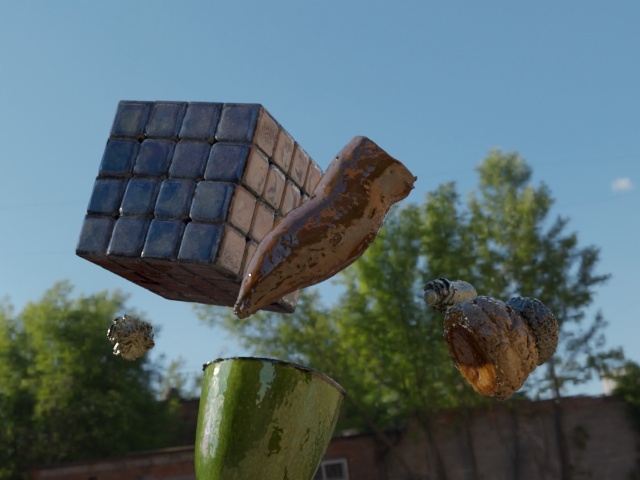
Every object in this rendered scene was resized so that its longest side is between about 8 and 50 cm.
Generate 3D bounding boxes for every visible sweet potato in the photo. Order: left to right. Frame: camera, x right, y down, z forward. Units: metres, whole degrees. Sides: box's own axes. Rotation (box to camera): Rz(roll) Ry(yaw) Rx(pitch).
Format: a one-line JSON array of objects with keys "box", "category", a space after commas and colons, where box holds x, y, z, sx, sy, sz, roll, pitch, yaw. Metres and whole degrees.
[{"box": [-0.002, -0.001, 1.291, 0.131, 0.336, 0.131, 35, -20, 14], "category": "sweet potato"}]

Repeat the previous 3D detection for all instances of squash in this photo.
[{"box": [-0.121, 0.423, 1.774, 0.311, 0.308, 0.310, 9, -28, 5], "category": "squash"}]

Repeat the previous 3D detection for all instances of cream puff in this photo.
[{"box": [0.321, 0.163, 1.508, 0.169, 0.183, 0.183, -26, -12, -17], "category": "cream puff"}]

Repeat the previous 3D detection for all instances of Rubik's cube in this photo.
[{"box": [-0.228, -0.063, 1.799, 0.345, 0.337, 0.344, 6, -16, 25], "category": "Rubik's cube"}]

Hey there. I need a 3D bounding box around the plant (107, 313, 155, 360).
[{"box": [-0.425, 0.224, 1.950, 0.117, 0.104, 0.122, -4, -43, -47], "category": "plant"}]

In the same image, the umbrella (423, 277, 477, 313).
[{"box": [0.237, 0.102, 1.661, 0.062, 0.067, 0.144, -19, -10, 38], "category": "umbrella"}]
